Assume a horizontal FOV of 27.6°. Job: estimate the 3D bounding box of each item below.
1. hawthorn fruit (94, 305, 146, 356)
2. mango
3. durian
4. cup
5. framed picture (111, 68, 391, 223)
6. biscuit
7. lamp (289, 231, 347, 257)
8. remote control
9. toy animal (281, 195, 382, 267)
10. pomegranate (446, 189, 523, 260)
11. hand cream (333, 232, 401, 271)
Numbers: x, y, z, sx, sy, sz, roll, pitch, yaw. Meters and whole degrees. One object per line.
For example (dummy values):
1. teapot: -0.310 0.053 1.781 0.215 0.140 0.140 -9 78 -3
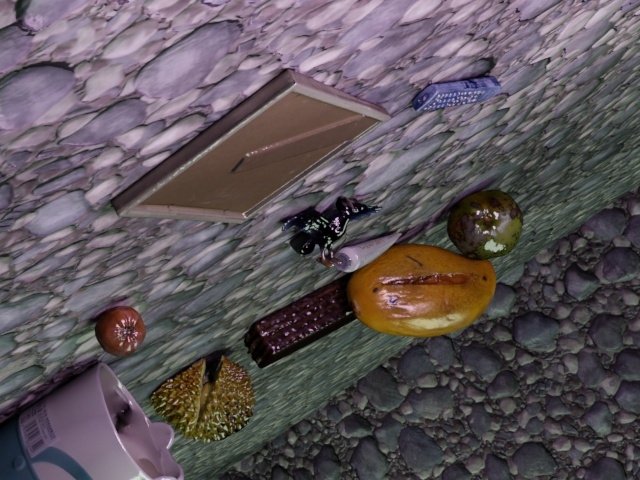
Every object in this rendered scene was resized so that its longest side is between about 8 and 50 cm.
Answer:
1. hawthorn fruit: -0.273 0.119 1.718 0.066 0.067 0.103 -23 -168 -35
2. mango: 0.191 0.086 2.364 0.294 0.177 0.120 -8 154 -14
3. durian: -0.207 0.310 2.447 0.193 0.138 0.237 -32 169 4
4. cup: -0.368 0.321 1.968 0.257 0.219 0.290 -32 -160 3
5. framed picture: -0.064 -0.092 1.442 0.240 0.020 0.324 -35 168 17
6. biscuit: -0.017 0.145 2.413 0.252 0.070 0.106 -26 168 -23
7. lamp: 0.000 0.000 1.953 0.054 0.041 0.121 -43 162 12
8. remote control: 0.175 -0.187 1.646 0.152 0.027 0.043 -16 166 -48
9. toy animal: 0.012 -0.017 1.858 0.220 0.062 0.108 -13 127 -50
10. pomegranate: 0.293 -0.039 2.378 0.138 0.163 0.125 -26 128 -2
11. hand cream: 0.077 0.019 2.224 0.067 0.042 0.194 -46 168 26
